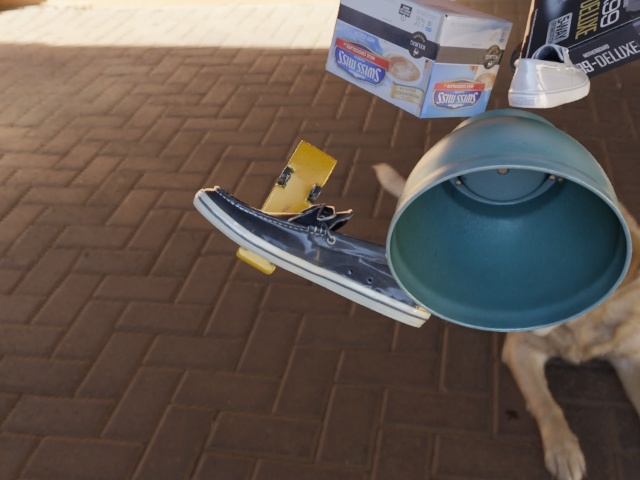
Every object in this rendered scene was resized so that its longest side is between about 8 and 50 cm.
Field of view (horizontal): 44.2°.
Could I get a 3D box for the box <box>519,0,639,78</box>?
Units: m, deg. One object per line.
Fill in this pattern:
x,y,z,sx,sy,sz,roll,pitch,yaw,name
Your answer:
0.469,-0.401,1.302,0.242,0.076,0.308,-17,42,43,box

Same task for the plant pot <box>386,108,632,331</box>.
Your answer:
0.239,-0.048,1.031,0.292,0.293,0.196,4,46,7,plant pot

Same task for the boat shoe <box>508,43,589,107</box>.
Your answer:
0.264,-0.195,0.911,0.066,0.063,0.184,14,24,37,boat shoe

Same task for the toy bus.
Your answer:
-0.087,-0.083,1.980,0.108,0.333,0.130,30,1,-6,toy bus

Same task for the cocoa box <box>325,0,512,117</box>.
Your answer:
0.217,-0.446,1.823,0.231,0.228,0.347,-8,33,-39,cocoa box

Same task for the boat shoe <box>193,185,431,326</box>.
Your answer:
0.000,0.000,1.503,0.500,0.156,0.187,24,2,-1,boat shoe

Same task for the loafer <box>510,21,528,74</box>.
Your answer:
0.462,-0.394,1.617,0.096,0.084,0.268,-18,30,40,loafer
